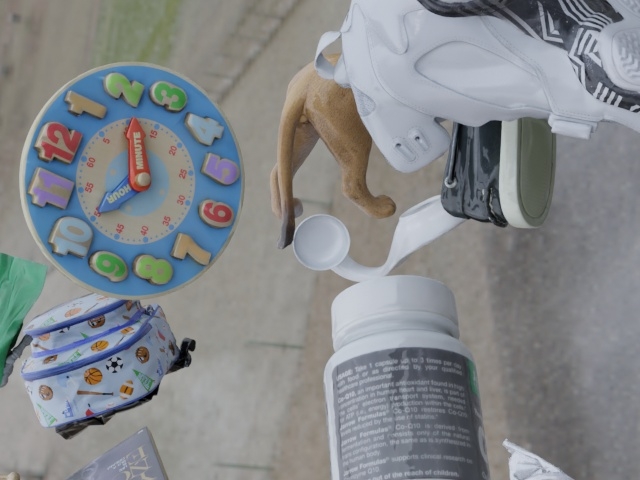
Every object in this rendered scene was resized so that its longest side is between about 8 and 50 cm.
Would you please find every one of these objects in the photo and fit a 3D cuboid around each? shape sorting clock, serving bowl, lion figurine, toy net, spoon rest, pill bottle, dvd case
[{"bbox_3d":[-0.158,-0.051,1.187,0.040,0.206,0.206,1,84,65],"label":"shape sorting clock"},{"bbox_3d":[0.000,0.000,1.974,0.027,0.083,0.083,-117,37,-74],"label":"serving bowl"},{"bbox_3d":[0.074,-0.173,1.496,0.142,0.392,0.240,21,135,37],"label":"lion figurine"},{"bbox_3d":[0.264,0.273,1.316,0.045,0.232,0.122,-53,-11,-11],"label":"toy net"},{"bbox_3d":[0.120,0.002,2.021,0.276,0.137,0.084,-19,102,43],"label":"spoon rest"},{"bbox_3d":[0.110,0.241,1.778,0.204,0.204,0.361,123,148,-56],"label":"pill bottle"},{"bbox_3d":[-0.263,0.315,1.667,0.018,0.164,0.221,59,175,-20],"label":"dvd case"}]

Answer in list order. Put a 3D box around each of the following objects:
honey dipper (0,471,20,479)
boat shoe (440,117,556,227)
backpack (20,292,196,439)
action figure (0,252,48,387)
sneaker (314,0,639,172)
[{"bbox_3d":[-0.514,0.341,1.982,0.030,0.160,0.030,-175,90,-89],"label":"honey dipper"},{"bbox_3d":[0.173,-0.178,1.375,0.113,0.127,0.340,-3,83,33],"label":"boat shoe"},{"bbox_3d":[-0.367,0.196,2.250,0.263,0.276,0.213,-97,-18,-73],"label":"backpack"},{"bbox_3d":[-0.471,0.139,2.036,0.137,0.063,0.232,12,84,43],"label":"action figure"},{"bbox_3d":[0.173,-0.140,1.195,0.210,0.366,0.137,-55,7,39],"label":"sneaker"}]
